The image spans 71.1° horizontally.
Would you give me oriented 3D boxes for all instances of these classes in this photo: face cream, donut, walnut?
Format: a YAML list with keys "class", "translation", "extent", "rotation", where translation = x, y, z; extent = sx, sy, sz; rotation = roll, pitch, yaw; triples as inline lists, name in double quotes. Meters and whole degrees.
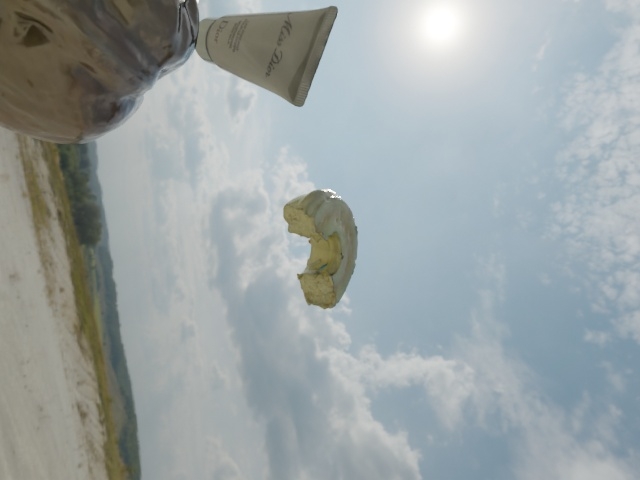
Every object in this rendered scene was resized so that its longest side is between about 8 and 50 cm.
- class: "face cream"
  translation: [-0.098, -0.309, 0.722]
  extent: [0.314, 0.089, 0.143]
  rotation: [30, -79, 40]
- class: "donut"
  translation: [0.002, 0.000, 0.610]
  extent: [0.065, 0.108, 0.165]
  rotation: [4, -55, 29]
- class: "walnut"
  translation: [-0.235, -0.215, 0.389]
  extent: [0.248, 0.249, 0.248]
  rotation: [20, -67, 60]
